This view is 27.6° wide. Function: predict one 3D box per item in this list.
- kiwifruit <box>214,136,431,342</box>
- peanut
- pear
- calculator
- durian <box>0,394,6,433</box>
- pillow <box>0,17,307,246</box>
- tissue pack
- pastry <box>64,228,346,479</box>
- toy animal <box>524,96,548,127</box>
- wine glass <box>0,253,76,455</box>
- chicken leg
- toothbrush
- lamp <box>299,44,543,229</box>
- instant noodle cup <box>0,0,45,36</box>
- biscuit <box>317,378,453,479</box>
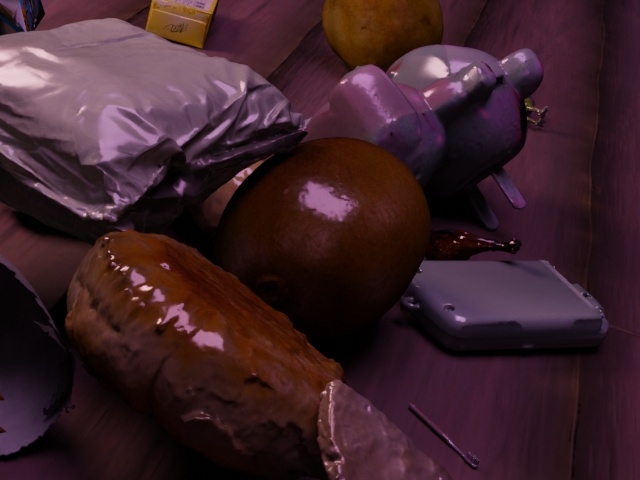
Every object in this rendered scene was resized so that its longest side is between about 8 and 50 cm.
[{"bbox_3d":[0.000,0.000,1.255,0.196,0.196,0.234,24,33,19],"label":"kiwifruit"},{"bbox_3d":[-0.087,-0.076,1.457,0.125,0.111,0.274,-9,28,4],"label":"peanut"},{"bbox_3d":[0.098,-0.348,2.042,0.200,0.200,0.200,12,25,-6],"label":"pear"},{"bbox_3d":[0.192,0.067,1.388,0.246,0.045,0.141,1,28,-28],"label":"calculator"},{"bbox_3d":[-0.312,0.135,0.861,0.183,0.138,0.249,-2,38,-30],"label":"durian"},{"bbox_3d":[-0.198,-0.116,1.210,0.310,0.138,0.283,26,38,28],"label":"pillow"},{"bbox_3d":[-0.213,-0.364,2.047,0.095,0.062,0.176,14,24,-6],"label":"tissue pack"},{"bbox_3d":[-0.095,0.094,1.027,0.236,0.121,0.257,35,7,-14],"label":"pastry"},{"bbox_3d":[0.304,-0.193,2.002,0.075,0.041,0.217,22,30,18],"label":"toy animal"},{"bbox_3d":[-0.320,0.042,1.061,0.143,0.143,0.321,-9,36,-41],"label":"wine glass"},{"bbox_3d":[0.163,0.005,1.473,0.062,0.037,0.145,-6,6,-28],"label":"chicken leg"},{"bbox_3d":[0.110,0.173,1.166,0.006,0.008,0.097,10,20,-43],"label":"toothbrush"},{"bbox_3d":[0.134,-0.115,1.584,0.301,0.247,0.247,-23,74,-43],"label":"lamp"},{"bbox_3d":[-0.426,-0.233,1.492,0.240,0.240,0.178,2,35,-25],"label":"instant noodle cup"},{"bbox_3d":[0.081,0.215,0.927,0.250,0.032,0.133,42,34,-11],"label":"biscuit"}]
